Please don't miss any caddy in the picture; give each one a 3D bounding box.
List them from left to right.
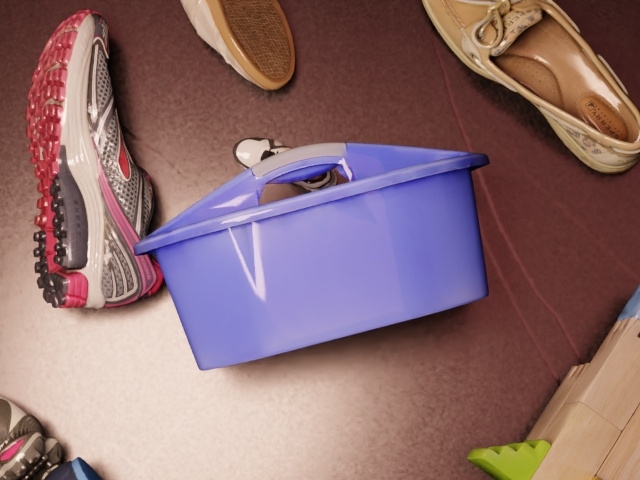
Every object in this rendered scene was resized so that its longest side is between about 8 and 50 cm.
[{"bbox_3d":[0.000,0.000,1.598,0.341,0.241,0.179,-15,88,-1],"label":"caddy"}]

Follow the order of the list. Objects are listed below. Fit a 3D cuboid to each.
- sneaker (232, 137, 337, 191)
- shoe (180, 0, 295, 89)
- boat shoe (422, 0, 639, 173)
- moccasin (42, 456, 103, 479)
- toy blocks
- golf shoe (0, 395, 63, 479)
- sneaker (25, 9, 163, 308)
[{"bbox_3d":[-0.036,-0.079,1.709,0.109,0.044,0.040,17,85,6],"label":"sneaker"},{"bbox_3d":[-0.098,-0.244,1.732,0.076,0.058,0.219,-28,86,-33],"label":"shoe"},{"bbox_3d":[0.217,-0.186,1.691,0.285,0.089,0.104,41,86,7],"label":"boat shoe"},{"bbox_3d":[-0.191,0.374,1.608,0.117,0.138,0.342,-27,81,3],"label":"moccasin"},{"bbox_3d":[0.358,0.207,1.603,0.381,0.191,0.261,36,76,-5],"label":"toy blocks"},{"bbox_3d":[-0.373,0.269,1.658,0.120,0.105,0.273,39,79,22],"label":"golf shoe"},{"bbox_3d":[-0.223,-0.079,1.692,0.112,0.121,0.299,1,80,-27],"label":"sneaker"}]
